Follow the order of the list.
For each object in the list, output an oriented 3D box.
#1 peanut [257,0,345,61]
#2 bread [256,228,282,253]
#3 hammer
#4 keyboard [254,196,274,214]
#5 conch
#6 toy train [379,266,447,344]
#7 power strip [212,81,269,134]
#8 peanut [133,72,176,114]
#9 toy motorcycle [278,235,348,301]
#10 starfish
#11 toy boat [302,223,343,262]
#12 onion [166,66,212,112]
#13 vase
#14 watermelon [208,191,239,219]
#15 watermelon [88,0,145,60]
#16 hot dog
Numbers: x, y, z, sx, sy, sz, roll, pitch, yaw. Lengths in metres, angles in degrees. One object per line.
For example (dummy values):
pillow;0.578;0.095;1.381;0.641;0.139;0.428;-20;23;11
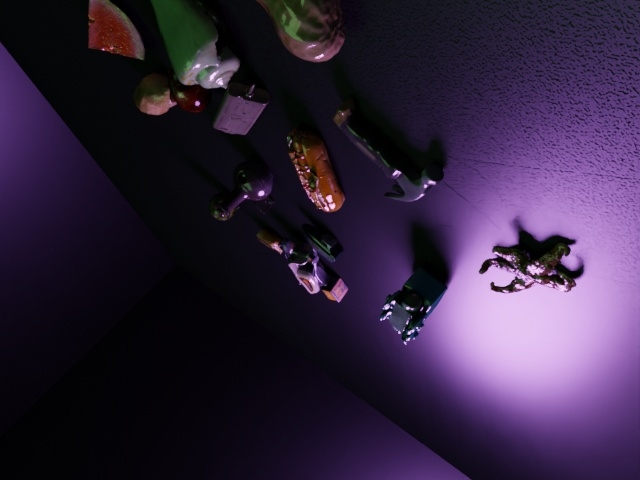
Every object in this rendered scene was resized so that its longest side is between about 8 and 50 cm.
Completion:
peanut;-0.060;-0.387;0.777;0.274;0.111;0.125;47;155;-13
bread;-0.170;0.000;1.865;0.106;0.053;0.072;30;180;38
hammer;0.114;-0.166;1.005;0.226;0.041;0.158;44;158;-5
keyboard;-0.179;-0.119;1.696;0.053;0.010;0.155;45;160;-3
conch;-0.259;-0.429;1.094;0.143;0.137;0.251;-114;5;-72
toy train;0.224;0.156;1.290;0.107;0.154;0.198;40;159;17
power strip;-0.185;-0.305;1.234;0.092;0.035;0.268;9;169;-19
peanut;-0.467;-0.414;1.515;0.103;0.098;0.229;6;-179;-30
toy motorcycle;-0.032;0.084;1.729;0.157;0.091;0.263;8;143;45
starfish;0.375;0.046;0.962;0.150;0.053;0.210;29;155;0
toy boat;0.000;0.000;1.535;0.141;0.055;0.060;41;137;6
onion;-0.318;-0.366;1.303;0.118;0.119;0.117;37;-178;15
vase;-0.216;-0.135;1.478;0.120;0.183;0.120;36;160;15
watermelon;-0.342;-0.119;1.878;0.109;0.109;0.109;37;159;16
watermelon;-0.514;-0.535;1.373;0.145;0.137;0.193;8;162;-10
hot dog;-0.013;-0.147;1.233;0.104;0.076;0.250;27;153;35
